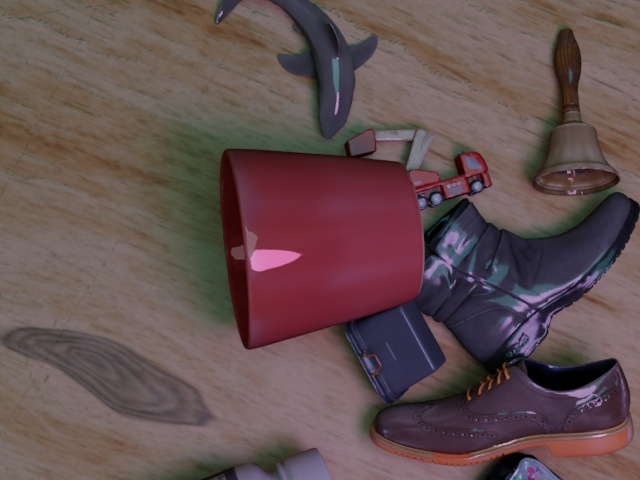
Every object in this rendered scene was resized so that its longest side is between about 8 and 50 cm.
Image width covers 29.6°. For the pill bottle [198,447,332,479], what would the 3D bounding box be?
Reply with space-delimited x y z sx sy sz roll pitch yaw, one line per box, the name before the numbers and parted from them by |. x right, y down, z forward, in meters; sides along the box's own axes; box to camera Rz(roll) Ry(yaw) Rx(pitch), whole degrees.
pill bottle | -0.142 0.423 1.624 0.361 0.204 0.204 -20 88 -7

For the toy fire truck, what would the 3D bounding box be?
toy fire truck | 0.143 -0.113 1.767 0.192 0.047 0.135 -17 88 -6

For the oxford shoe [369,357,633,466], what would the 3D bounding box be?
oxford shoe | 0.245 0.224 1.682 0.363 0.130 0.133 -6 111 6

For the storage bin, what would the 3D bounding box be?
storage bin | 0.108 0.149 1.704 0.091 0.098 0.135 -30 88 26

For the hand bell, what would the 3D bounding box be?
hand bell | 0.370 -0.199 1.780 0.126 0.126 0.242 2 74 -5

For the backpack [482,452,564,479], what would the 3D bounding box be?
backpack | 0.286 0.452 1.680 0.225 0.191 0.253 40 89 -3

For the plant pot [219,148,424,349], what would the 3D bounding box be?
plant pot | 0.000 0.000 1.643 0.243 0.275 0.275 -7 87 -11

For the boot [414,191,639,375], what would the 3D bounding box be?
boot | 0.282 0.010 1.736 0.222 0.118 0.338 42 84 0

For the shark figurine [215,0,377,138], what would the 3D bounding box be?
shark figurine | -0.019 -0.304 1.734 0.166 0.116 0.278 -43 93 -8
